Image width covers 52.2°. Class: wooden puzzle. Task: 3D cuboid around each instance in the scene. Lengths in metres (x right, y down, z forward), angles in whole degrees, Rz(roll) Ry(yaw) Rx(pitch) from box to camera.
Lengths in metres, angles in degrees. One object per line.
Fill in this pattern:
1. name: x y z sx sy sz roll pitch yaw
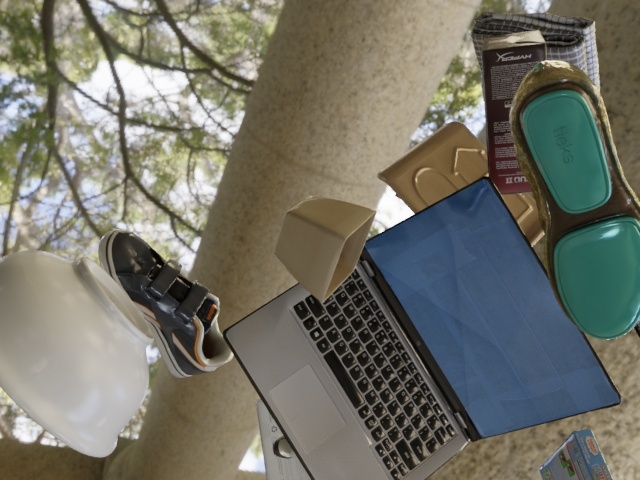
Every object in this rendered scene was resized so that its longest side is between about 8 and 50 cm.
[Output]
1. wooden puzzle: 0.328 -0.086 1.485 0.348 0.080 0.322 46 -128 9

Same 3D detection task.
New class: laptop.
1. laptop: 0.138 0.186 0.969 0.407 0.236 0.382 -32 -89 -18

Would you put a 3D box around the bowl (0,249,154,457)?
1. bowl: -0.310 0.115 0.837 0.298 0.134 0.298 50 173 9

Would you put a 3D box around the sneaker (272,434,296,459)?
1. sneaker: -0.026 0.325 1.043 0.109 0.043 0.040 5 -114 -36

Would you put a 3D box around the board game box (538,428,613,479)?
1. board game box: 0.464 0.452 1.169 0.039 0.212 0.160 -8 -125 -8

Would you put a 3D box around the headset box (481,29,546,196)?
1. headset box: 0.370 -0.231 1.239 0.110 0.293 0.218 -2 -159 17

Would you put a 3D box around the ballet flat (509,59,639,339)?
1. ballet flat: 0.298 -0.045 0.745 0.123 0.123 0.349 -93 -22 -61

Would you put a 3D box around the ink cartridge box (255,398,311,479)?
1. ink cartridge box: -0.001 0.397 1.254 0.223 0.224 0.045 -7 174 -9

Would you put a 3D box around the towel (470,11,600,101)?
1. towel: 0.494 -0.411 1.529 0.283 0.121 0.235 21 161 37

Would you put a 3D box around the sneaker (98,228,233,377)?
1. sneaker: -0.262 0.105 1.172 0.127 0.321 0.126 -14 -149 23

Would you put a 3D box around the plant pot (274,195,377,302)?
1. plant pot: 0.000 0.000 0.900 0.096 0.109 0.109 28 -147 14

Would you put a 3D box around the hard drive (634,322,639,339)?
1. hard drive: 0.734 0.081 1.496 0.064 0.237 0.339 -11 -143 6
